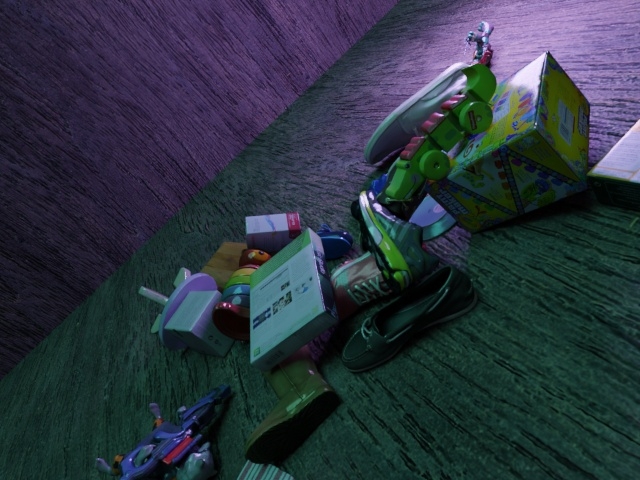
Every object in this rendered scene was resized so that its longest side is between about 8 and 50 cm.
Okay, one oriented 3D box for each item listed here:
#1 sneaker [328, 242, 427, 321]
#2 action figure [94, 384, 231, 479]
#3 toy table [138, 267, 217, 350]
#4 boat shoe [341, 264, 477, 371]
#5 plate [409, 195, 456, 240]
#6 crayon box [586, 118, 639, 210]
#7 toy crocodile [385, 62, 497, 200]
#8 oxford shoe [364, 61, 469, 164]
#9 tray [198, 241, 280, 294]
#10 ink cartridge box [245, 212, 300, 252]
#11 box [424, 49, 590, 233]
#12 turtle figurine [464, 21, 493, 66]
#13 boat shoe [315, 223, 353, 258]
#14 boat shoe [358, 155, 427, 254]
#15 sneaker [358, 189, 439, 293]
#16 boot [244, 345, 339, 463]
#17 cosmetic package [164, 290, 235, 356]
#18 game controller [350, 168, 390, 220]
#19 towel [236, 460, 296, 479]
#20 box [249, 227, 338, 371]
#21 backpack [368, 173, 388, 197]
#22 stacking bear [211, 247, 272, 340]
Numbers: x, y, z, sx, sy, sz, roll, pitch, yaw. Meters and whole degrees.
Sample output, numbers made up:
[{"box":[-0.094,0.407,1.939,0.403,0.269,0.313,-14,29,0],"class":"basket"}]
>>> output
[{"box":[0.129,0.090,1.095,0.314,0.116,0.136,-44,29,-3],"class":"sneaker"},{"box":[-0.363,0.517,1.141,0.330,0.179,0.341,-1,20,42],"class":"action figure"},{"box":[-0.494,0.229,1.587,0.160,0.252,0.274,18,68,43],"class":"toy table"},{"box":[0.167,0.161,0.964,0.335,0.095,0.112,-34,29,15],"class":"boat shoe"},{"box":[0.297,-0.075,1.208,0.188,0.024,0.188,-32,29,20],"class":"plate"},{"box":[0.682,-0.184,0.807,0.323,0.083,0.203,-45,28,-4],"class":"crayon box"},{"box":[0.260,-0.229,0.990,0.341,0.105,0.115,-50,17,8],"class":"toy crocodile"},{"box":[0.337,-0.399,1.500,0.449,0.169,0.130,-38,73,11],"class":"oxford shoe"},{"box":[-0.312,0.106,1.679,0.410,0.076,0.203,3,52,52],"class":"tray"},{"box":[-0.157,-0.023,1.486,0.174,0.127,0.073,-5,59,-9],"class":"ink cartridge box"},{"box":[0.422,-0.213,1.020,0.279,0.177,0.290,-28,29,50],"class":"box"},{"box":[0.560,-0.671,1.621,0.234,0.118,0.175,-57,-9,-29],"class":"turtle figurine"},{"box":[0.000,0.000,1.396,0.258,0.109,0.089,-9,39,44],"class":"boat shoe"},{"box":[0.194,-0.093,1.160,0.324,0.116,0.097,-58,5,36],"class":"boat shoe"},{"box":[0.169,-0.011,1.046,0.121,0.111,0.300,-15,50,-7],"class":"sneaker"},{"box":[-0.098,0.351,1.049,0.236,0.089,0.269,-32,27,-12],"class":"boot"},{"box":[-0.365,0.263,1.440,0.183,0.151,0.152,-9,42,47],"class":"cosmetic package"},{"box":[0.228,-0.179,1.420,0.319,0.067,0.166,-42,13,-1],"class":"game controller"},{"box":[-0.121,0.525,0.899,0.197,0.029,0.144,-7,44,52],"class":"towel"},{"box":[-0.080,0.137,1.136,0.232,0.058,0.322,-38,34,18],"class":"box"},{"box":[0.194,-0.116,1.284,0.101,0.120,0.098,-14,-14,1],"class":"backpack"},{"box":[-0.215,0.143,1.381,0.164,0.175,0.289,114,167,-47],"class":"stacking bear"}]
